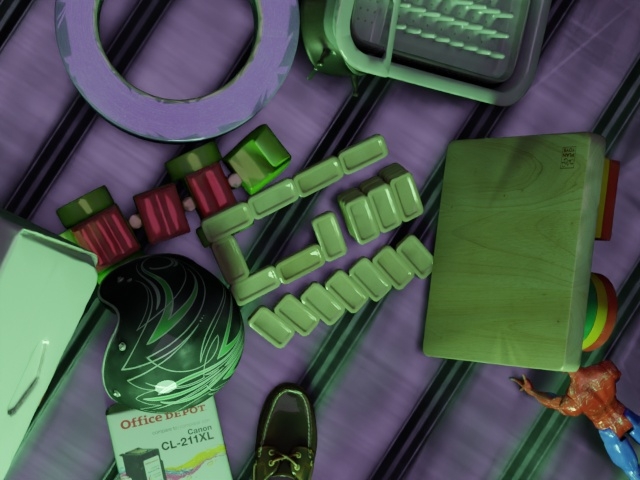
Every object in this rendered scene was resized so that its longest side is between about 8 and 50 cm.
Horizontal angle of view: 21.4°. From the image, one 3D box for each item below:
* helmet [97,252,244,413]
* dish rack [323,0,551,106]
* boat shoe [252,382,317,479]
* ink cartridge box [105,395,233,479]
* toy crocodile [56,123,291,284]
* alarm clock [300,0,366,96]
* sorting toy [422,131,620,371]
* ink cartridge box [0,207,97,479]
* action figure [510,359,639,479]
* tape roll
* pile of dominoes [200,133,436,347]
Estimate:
[{"bbox_3d":[-0.167,0.109,1.871,0.169,0.161,0.169,-13,133,-15],"label":"helmet"},{"bbox_3d":[0.135,-0.312,1.897,0.333,0.072,0.285,9,93,-43],"label":"dish rack"},{"bbox_3d":[-0.042,0.270,1.957,0.073,0.073,0.207,5,89,-3],"label":"boat shoe"},{"bbox_3d":[-0.168,0.265,1.942,0.127,0.072,0.175,-13,92,-5],"label":"ink cartridge box"},{"bbox_3d":[-0.190,-0.026,1.921,0.340,0.105,0.115,-25,93,-5],"label":"toy crocodile"},{"bbox_3d":[0.027,-0.272,1.934,0.064,0.129,0.192,5,76,27],"label":"alarm clock"},{"bbox_3d":[0.238,0.016,1.902,0.089,0.257,0.255,10,86,-32],"label":"sorting toy"},{"bbox_3d":[-0.474,0.060,1.779,0.395,0.166,0.285,23,88,25],"label":"ink cartridge box"},{"bbox_3d":[0.336,0.212,1.995,0.091,0.139,0.280,-43,117,-7],"label":"action figure"},{"bbox_3d":[-0.163,-0.248,1.930,0.275,0.090,0.274,0,92,-6],"label":"tape roll"},{"bbox_3d":[0.000,0.000,1.951,0.251,0.040,0.196,-26,117,-12],"label":"pile of dominoes"}]
